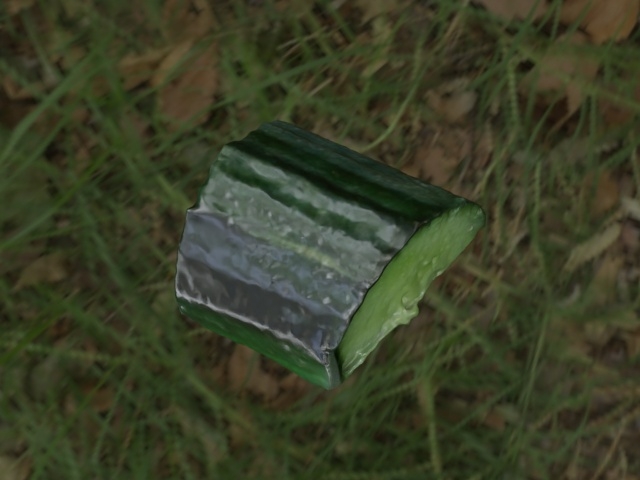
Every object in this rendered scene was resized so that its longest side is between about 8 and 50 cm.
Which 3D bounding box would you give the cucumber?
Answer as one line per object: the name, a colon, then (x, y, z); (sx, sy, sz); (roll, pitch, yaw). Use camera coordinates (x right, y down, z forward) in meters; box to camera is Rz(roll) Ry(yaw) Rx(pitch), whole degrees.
cucumber: (0.000, 0.000, 0.836); (0.115, 0.116, 0.062); (25, 156, 26)
